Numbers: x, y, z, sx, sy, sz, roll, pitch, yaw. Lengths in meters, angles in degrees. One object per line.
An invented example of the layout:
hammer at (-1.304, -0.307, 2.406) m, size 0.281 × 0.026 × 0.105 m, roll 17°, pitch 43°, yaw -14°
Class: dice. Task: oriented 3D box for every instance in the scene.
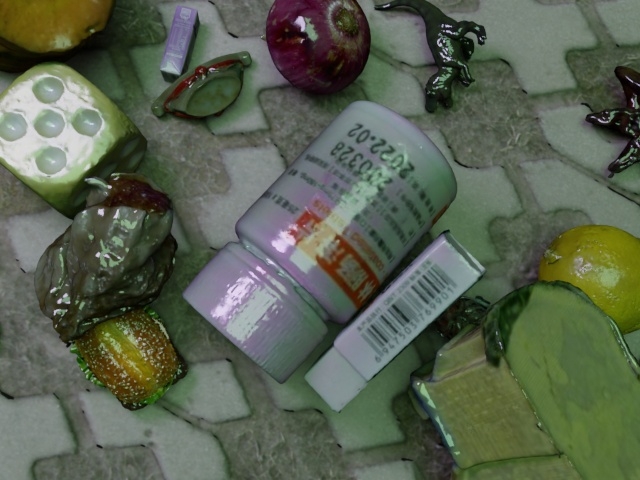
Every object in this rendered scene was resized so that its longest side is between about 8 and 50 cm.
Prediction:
dice at (-0.374, -0.144, 1.009) m, size 0.169 × 0.166 × 0.169 m, roll 40°, pitch 80°, yaw 2°

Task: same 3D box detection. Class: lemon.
lemon at (0.434, 0.061, 1.056) m, size 0.206 × 0.173 × 0.173 m, roll 4°, pitch 81°, yaw -7°

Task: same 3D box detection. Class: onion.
onion at (-0.003, -0.320, 1.086) m, size 0.177 × 0.153 × 0.177 m, roll 7°, pitch 67°, yaw -16°

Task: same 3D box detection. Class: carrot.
carrot at (-0.446, -0.374, 1.014) m, size 0.241 × 0.341 × 0.241 m, roll -6°, pitch 101°, yaw -31°

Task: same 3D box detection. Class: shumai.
shumai at (-0.311, -0.001, 0.958) m, size 0.218 × 0.185 × 0.184 m, roll -31°, pitch 43°, yaw -25°

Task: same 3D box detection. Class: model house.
model house at (0.285, 0.244, 0.975) m, size 0.261 × 0.266 × 0.321 m, roll -24°, pitch 81°, yaw -45°

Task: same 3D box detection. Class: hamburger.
hamburger at (-0.285, 0.166, 1.010) m, size 0.137 × 0.087 × 0.166 m, roll -36°, pitch 86°, yaw -9°

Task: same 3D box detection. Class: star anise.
star anise at (0.589, -0.196, 1.146) m, size 0.272 × 0.102 × 0.272 m, roll 1°, pitch 84°, yaw -7°

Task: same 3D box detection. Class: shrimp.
shrimp at (0.252, 0.140, 1.074) m, size 0.233 × 0.079 × 0.090 m, roll 30°, pitch 85°, yaw -5°

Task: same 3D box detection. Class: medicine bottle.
medicine bottle at (0.000, 0.000, 0.997) m, size 0.219 × 0.219 × 0.388 m, roll 43°, pitch 79°, yaw 2°

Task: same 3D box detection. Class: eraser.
eraser at (0.105, 0.114, 0.985) m, size 0.086 × 0.130 × 0.287 m, roll 46°, pitch 103°, yaw 8°

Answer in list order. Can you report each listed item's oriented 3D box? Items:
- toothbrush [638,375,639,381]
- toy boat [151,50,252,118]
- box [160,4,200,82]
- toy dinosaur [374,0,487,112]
toothbrush at (0.532, 0.200, 1.120) m, size 0.024 × 0.021 × 0.288 m, roll 19°, pitch 80°, yaw 8°
toy boat at (-0.182, -0.242, 1.094) m, size 0.185 × 0.089 × 0.071 m, roll -32°, pitch 42°, yaw -9°
box at (-0.227, -0.316, 1.109) m, size 0.036 × 0.050 × 0.117 m, roll 13°, pitch 79°, yaw -2°
toy dinosaur at (0.174, -0.317, 1.131) m, size 0.179 × 0.087 × 0.187 m, roll 8°, pitch 79°, yaw -6°
